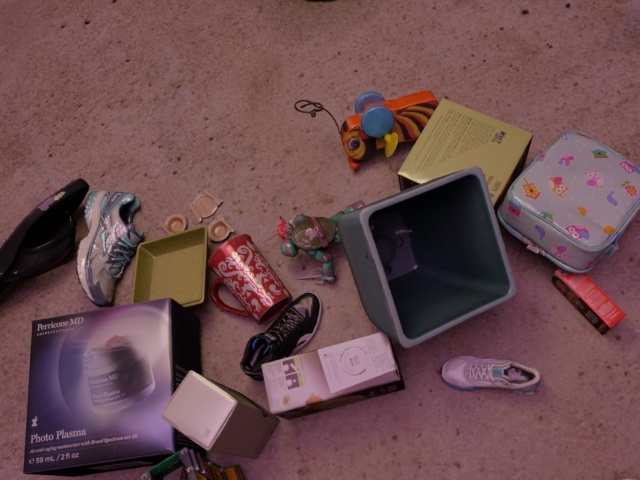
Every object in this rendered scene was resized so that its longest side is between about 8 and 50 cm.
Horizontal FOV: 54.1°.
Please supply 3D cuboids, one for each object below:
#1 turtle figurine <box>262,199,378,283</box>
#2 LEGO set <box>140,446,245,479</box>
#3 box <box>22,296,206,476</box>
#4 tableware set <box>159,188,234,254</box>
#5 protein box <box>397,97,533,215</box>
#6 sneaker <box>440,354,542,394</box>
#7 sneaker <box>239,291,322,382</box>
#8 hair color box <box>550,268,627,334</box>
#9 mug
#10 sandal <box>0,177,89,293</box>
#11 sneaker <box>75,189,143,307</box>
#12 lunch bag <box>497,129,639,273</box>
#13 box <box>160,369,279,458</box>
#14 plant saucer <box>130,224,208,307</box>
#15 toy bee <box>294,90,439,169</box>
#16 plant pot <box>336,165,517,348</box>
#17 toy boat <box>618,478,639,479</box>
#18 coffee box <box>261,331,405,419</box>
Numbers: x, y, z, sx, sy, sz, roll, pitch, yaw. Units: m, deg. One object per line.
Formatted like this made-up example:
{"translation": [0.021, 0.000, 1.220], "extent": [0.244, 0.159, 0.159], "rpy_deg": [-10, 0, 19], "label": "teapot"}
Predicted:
{"translation": [0.000, 0.000, 1.326], "extent": [0.234, 0.118, 0.175], "rpy_deg": [-20, 71, -4], "label": "turtle figurine"}
{"translation": [-0.262, 0.536, 1.104], "extent": [0.331, 0.255, 0.192], "rpy_deg": [-27, 51, -7], "label": "LEGO set"}
{"translation": [-0.399, 0.292, 1.235], "extent": [0.296, 0.183, 0.294], "rpy_deg": [-10, 66, 6], "label": "box"}
{"translation": [-0.285, -0.030, 1.441], "extent": [0.168, 0.020, 0.141], "rpy_deg": [-37, 68, -4], "label": "tableware set"}
{"translation": [0.299, -0.149, 1.304], "extent": [0.201, 0.136, 0.200], "rpy_deg": [27, 77, 20], "label": "protein box"}
{"translation": [0.323, 0.248, 1.184], "extent": [0.190, 0.083, 0.071], "rpy_deg": [0, 72, 13], "label": "sneaker"}
{"translation": [-0.076, 0.189, 1.263], "extent": [0.079, 0.121, 0.217], "rpy_deg": [32, 79, 19], "label": "sneaker"}
{"translation": [0.511, 0.109, 1.202], "extent": [0.043, 0.072, 0.141], "rpy_deg": [-37, 67, -3], "label": "hair color box"}
{"translation": [-0.150, 0.096, 1.339], "extent": [0.113, 0.150, 0.169], "rpy_deg": [-26, 66, -39], "label": "mug"}
{"translation": [-0.665, 0.046, 1.437], "extent": [0.107, 0.167, 0.446], "rpy_deg": [42, 90, -4], "label": "sandal"}
{"translation": [-0.470, 0.010, 1.418], "extent": [0.122, 0.110, 0.283], "rpy_deg": [-6, 69, 6], "label": "sneaker"}
{"translation": [0.494, -0.072, 1.215], "extent": [0.224, 0.108, 0.279], "rpy_deg": [40, 62, 18], "label": "lunch bag"}
{"translation": [-0.173, 0.325, 1.149], "extent": [0.113, 0.275, 0.094], "rpy_deg": [28, 76, 19], "label": "box"}
{"translation": [-0.319, 0.076, 1.368], "extent": [0.188, 0.045, 0.189], "rpy_deg": [-14, 59, 19], "label": "plant saucer"}
{"translation": [0.107, -0.243, 1.385], "extent": [0.298, 0.162, 0.195], "rpy_deg": [7, 37, 13], "label": "toy bee"}
{"translation": [0.165, 0.023, 1.175], "extent": [0.247, 0.252, 0.247], "rpy_deg": [-22, 98, -18], "label": "plant pot"}
{"translation": [0.455, 0.507, 1.025], "extent": [0.318, 0.148, 0.268], "rpy_deg": [18, 75, 17], "label": "toy boat"}
{"translation": [0.029, 0.263, 1.205], "extent": [0.246, 0.141, 0.098], "rpy_deg": [-17, 68, 6], "label": "coffee box"}
